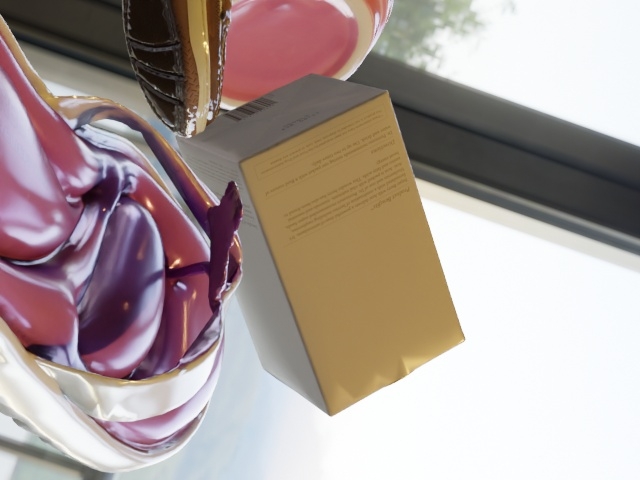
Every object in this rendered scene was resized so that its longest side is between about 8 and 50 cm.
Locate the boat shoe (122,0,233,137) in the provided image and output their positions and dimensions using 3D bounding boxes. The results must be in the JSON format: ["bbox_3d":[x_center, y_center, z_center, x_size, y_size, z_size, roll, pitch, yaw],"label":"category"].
[{"bbox_3d":[-0.087,-0.192,0.971,0.095,0.095,0.257,-29,141,-26],"label":"boat shoe"}]

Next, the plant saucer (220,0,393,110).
[{"bbox_3d":[-0.062,-0.271,1.683,0.332,0.332,0.084,113,-31,-51],"label":"plant saucer"}]

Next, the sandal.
[{"bbox_3d":[-0.084,0.007,0.575,0.416,0.102,0.169,48,36,-72],"label":"sandal"}]

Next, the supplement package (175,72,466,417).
[{"bbox_3d":[0.000,0.000,1.392,0.175,0.177,0.293,24,-43,60],"label":"supplement package"}]
